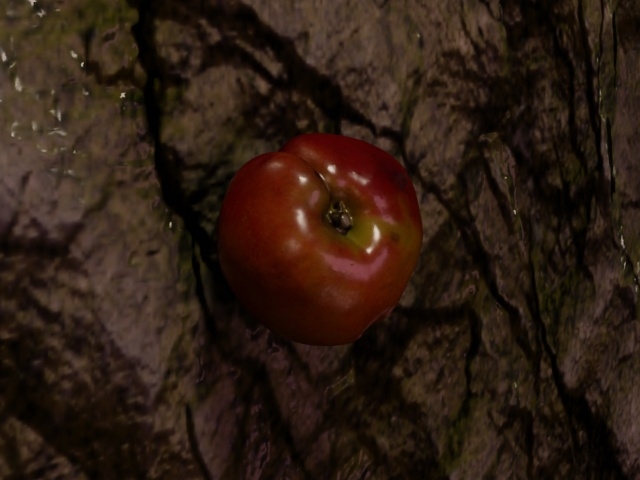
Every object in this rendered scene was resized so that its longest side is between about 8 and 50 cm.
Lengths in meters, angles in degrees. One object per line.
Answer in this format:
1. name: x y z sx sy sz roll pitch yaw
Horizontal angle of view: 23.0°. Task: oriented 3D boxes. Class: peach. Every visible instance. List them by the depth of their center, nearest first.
1. peach: -0.001 0.001 0.711 0.101 0.101 0.100 -18 112 -52
